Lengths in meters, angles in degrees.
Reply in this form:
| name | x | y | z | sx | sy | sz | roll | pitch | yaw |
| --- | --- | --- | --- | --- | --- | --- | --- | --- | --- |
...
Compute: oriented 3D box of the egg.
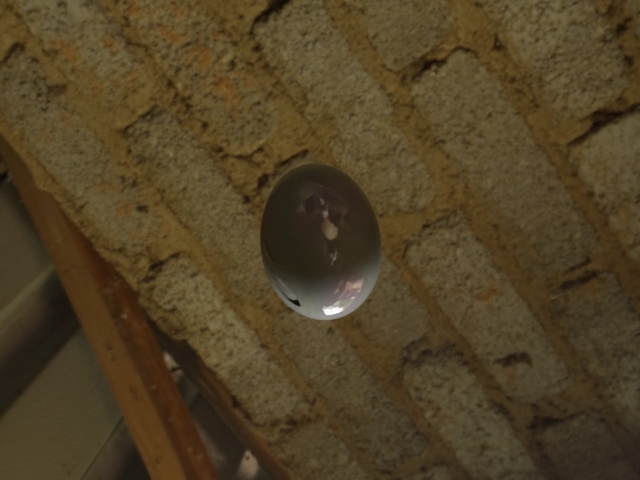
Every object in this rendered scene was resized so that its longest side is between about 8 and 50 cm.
| name | x | y | z | sx | sy | sz | roll | pitch | yaw |
| --- | --- | --- | --- | --- | --- | --- | --- | --- | --- |
| egg | 0.000 | 0.000 | 0.609 | 0.103 | 0.103 | 0.135 | 11 | -111 | -61 |
